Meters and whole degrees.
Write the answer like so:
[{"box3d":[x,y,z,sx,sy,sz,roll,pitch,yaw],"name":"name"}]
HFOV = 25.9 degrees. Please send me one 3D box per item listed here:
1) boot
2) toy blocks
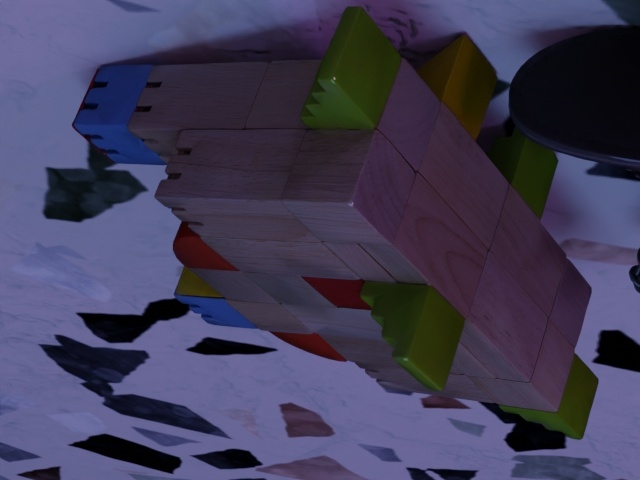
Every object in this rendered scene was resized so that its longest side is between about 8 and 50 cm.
[{"box3d":[0.233,-0.022,0.868,0.263,0.091,0.229,7,152,1],"name":"boot"},{"box3d":[0.000,0.000,0.931,0.261,0.190,0.381,3,154,37],"name":"toy blocks"}]
